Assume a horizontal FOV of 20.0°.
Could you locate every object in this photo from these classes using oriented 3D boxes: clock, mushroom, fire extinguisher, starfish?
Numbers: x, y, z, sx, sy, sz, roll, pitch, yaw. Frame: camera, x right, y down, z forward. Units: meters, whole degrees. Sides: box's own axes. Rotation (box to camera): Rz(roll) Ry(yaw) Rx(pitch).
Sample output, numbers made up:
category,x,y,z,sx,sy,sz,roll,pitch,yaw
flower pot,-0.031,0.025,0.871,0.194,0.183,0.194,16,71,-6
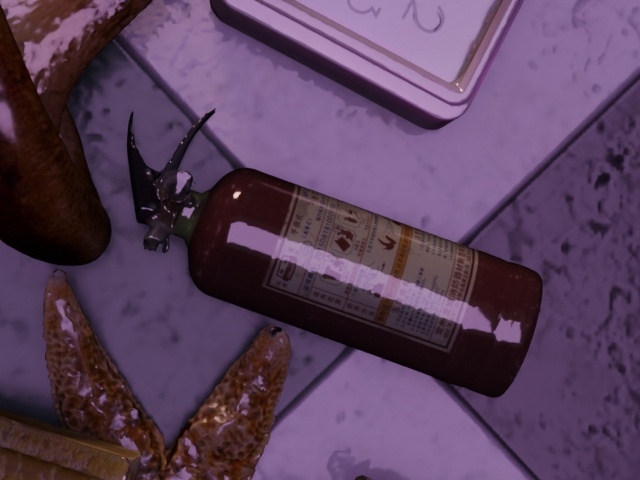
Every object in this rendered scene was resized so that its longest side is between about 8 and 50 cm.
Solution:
category,x,y,z,sx,sy,sz,roll,pitch,yaw
clock,0.047,-0.176,0.942,0.150,0.063,0.197,28,88,-5
mushroom,-0.110,-0.120,0.886,0.217,0.148,0.227,-30,99,-2
fire extinguisher,0.000,0.000,0.939,0.231,0.071,0.099,21,60,-3
starfish,-0.080,0.148,0.929,0.235,0.062,0.277,-10,86,-5

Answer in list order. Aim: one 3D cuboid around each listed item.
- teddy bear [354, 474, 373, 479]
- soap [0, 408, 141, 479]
category,x,y,z,sx,sy,sz,roll,pitch,yaw
teddy bear,0.183,0.300,0.835,0.375,0.327,0.362,2,110,32
soap,-0.213,0.114,0.893,0.252,0.037,0.092,16,89,13
